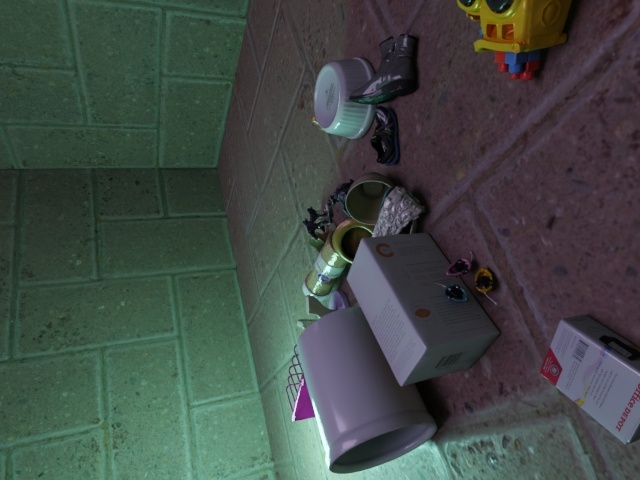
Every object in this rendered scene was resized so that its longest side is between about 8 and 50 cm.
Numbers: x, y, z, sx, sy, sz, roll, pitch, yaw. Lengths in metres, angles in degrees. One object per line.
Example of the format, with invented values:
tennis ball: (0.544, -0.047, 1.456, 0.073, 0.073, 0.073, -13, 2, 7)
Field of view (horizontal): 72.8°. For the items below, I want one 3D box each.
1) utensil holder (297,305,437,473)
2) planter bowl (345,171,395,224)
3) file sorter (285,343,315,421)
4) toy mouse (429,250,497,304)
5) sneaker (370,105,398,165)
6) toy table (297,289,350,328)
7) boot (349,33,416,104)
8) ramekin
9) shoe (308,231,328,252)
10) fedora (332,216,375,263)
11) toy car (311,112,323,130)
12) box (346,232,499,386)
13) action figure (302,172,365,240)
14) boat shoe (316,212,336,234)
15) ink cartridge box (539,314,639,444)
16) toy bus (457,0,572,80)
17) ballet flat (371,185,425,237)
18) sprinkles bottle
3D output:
utensil holder: (0.118, 0.445, 1.323, 0.328, 0.327, 0.386, 109, 149, -42)
planter bowl: (0.162, -0.146, 1.348, 0.109, 0.161, 0.162, -80, 6, -49)
file sorter: (-0.026, 0.585, 1.836, 0.182, 0.202, 0.291, -118, 33, -48)
toy mouse: (0.334, 0.099, 1.032, 0.031, 0.143, 0.161, 54, -148, -44)
sneaker: (0.189, -0.321, 1.321, 0.067, 0.078, 0.188, 162, 103, -66)
toy table: (0.024, 0.342, 1.722, 0.252, 0.160, 0.275, 152, 112, -64)
boot: (0.186, -0.500, 1.284, 0.246, 0.083, 0.161, 2, 93, 50)
ramekin: (0.074, -0.489, 1.493, 0.273, 0.127, 0.273, 176, 90, -67)
shoe: (0.000, 0.000, 1.741, 0.219, 0.076, 0.058, 59, -139, -70)
fedora: (0.135, -0.007, 1.460, 0.079, 0.194, 0.194, -63, -10, -53)
toy car: (-0.005, -0.492, 1.781, 0.122, 0.040, 0.060, -128, 40, -53)
box: (0.242, 0.160, 1.114, 0.168, 0.214, 0.345, 107, 149, -41)
action figure: (0.076, -0.118, 1.548, 0.275, 0.141, 0.164, -34, 24, 22)
boat shoe: (0.010, -0.072, 1.801, 0.170, 0.059, 0.063, -134, 45, -55)
ink cartridge box: (0.487, 0.231, 0.744, 0.175, 0.072, 0.128, -133, 44, -55)
toy bus: (0.367, -0.425, 0.845, 0.220, 0.149, 0.212, -128, 24, -55)
ballet flat: (0.198, 0.029, 1.309, 0.147, 0.146, 0.409, -117, 31, -41)
sprinkles bottle: (0.029, 0.106, 1.712, 0.355, 0.121, 0.121, 116, 142, -49)
